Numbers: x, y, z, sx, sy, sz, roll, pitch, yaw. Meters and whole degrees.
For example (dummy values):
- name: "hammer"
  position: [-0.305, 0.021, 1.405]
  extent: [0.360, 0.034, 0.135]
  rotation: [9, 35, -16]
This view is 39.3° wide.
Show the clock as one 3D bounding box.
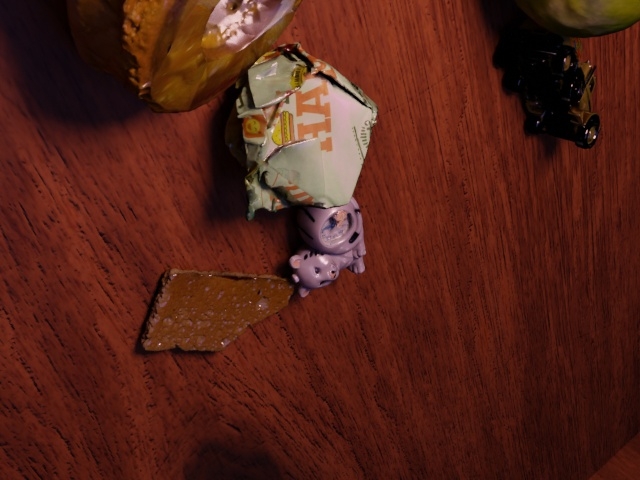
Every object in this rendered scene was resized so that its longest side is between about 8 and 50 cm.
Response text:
- name: "clock"
  position: [0.000, 0.000, 1.355]
  extent: [0.117, 0.080, 0.176]
  rotation: [-29, 134, -23]

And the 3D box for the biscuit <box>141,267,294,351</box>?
- name: "biscuit"
  position: [-0.149, 0.105, 1.334]
  extent: [0.237, 0.026, 0.131]
  rotation: [6, 114, -44]

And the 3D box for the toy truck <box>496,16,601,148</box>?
- name: "toy truck"
  position: [0.398, -0.267, 1.499]
  extent: [0.127, 0.127, 0.257]
  rotation: [-56, 140, -18]

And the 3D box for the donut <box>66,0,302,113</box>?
- name: "donut"
  position: [-0.116, -0.287, 0.949]
  extent: [0.330, 0.160, 0.330]
  rotation: [-42, 157, -22]

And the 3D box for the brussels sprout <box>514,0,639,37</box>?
- name: "brussels sprout"
  position: [0.383, -0.455, 1.263]
  extent: [0.268, 0.344, 0.344]
  rotation: [1, 122, -1]

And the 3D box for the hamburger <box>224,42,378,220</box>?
- name: "hamburger"
  position: [-0.042, -0.133, 1.202]
  extent: [0.214, 0.125, 0.235]
  rotation: [23, 97, -41]
